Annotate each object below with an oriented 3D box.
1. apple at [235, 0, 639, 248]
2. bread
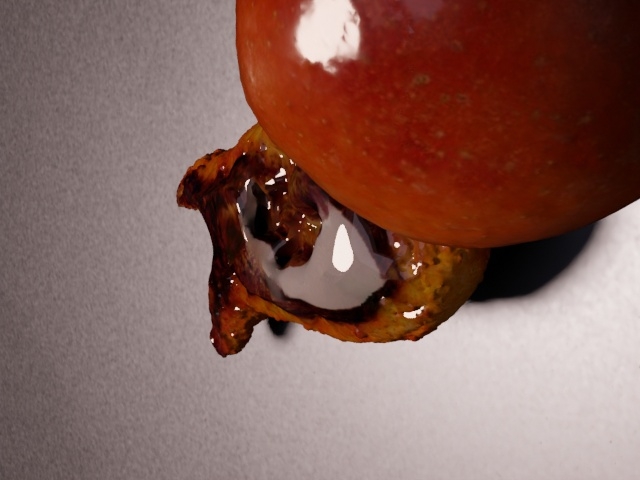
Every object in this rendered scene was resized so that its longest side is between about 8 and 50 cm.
[{"bbox_3d":[0.074,-0.108,0.498,0.201,0.218,0.218,-26,80,51],"label":"apple"},{"bbox_3d":[0.000,-0.008,0.697,0.269,0.095,0.139,-12,87,61],"label":"bread"}]
